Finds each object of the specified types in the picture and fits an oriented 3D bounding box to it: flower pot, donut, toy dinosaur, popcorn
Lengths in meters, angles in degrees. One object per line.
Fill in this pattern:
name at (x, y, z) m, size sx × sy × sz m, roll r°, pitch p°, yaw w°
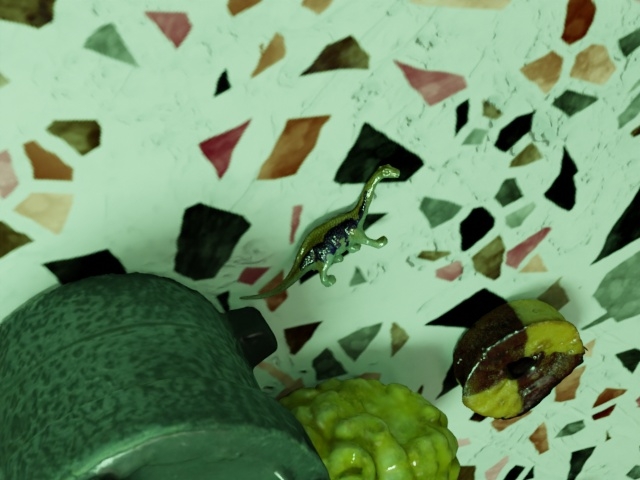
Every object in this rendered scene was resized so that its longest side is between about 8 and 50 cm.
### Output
flower pot at (-0.129, 0.207, 0.864) m, size 0.299 × 0.282 × 0.299 m, roll -12°, pitch 129°, yaw -16°
donut at (0.201, 0.122, 1.114) m, size 0.141 × 0.059 × 0.140 m, roll -14°, pitch 133°, yaw -15°
toy dinosaur at (0.011, 0.009, 0.942) m, size 0.180 × 0.037 × 0.058 m, roll -45°, pitch 109°, yaw 5°
popcorn at (0.030, 0.230, 1.043) m, size 0.218 × 0.169 × 0.189 m, roll 4°, pitch 125°, yaw -22°
